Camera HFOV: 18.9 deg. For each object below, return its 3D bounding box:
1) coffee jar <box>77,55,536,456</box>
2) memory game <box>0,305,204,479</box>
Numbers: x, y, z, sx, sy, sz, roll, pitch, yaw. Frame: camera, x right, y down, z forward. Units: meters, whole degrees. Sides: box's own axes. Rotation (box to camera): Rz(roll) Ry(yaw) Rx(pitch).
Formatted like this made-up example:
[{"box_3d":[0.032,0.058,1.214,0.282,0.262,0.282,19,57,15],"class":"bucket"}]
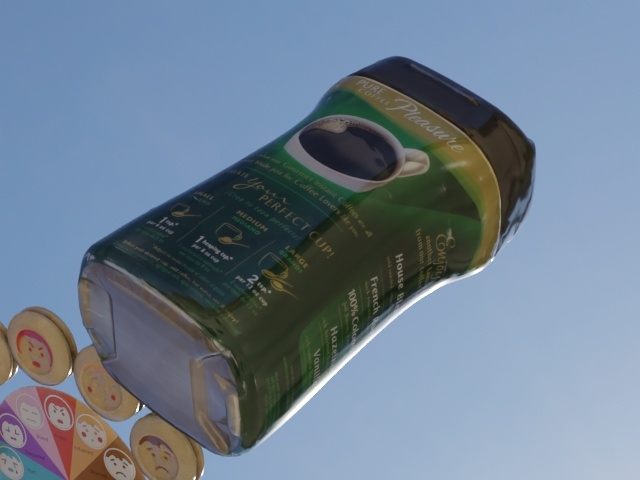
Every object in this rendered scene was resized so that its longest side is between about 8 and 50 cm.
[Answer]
[{"box_3d":[0.000,0.000,0.766,0.184,0.096,0.079,-36,-36,-32],"class":"coffee jar"},{"box_3d":[-0.116,0.114,0.874,0.012,0.186,0.186,-34,-45,-47],"class":"memory game"}]
